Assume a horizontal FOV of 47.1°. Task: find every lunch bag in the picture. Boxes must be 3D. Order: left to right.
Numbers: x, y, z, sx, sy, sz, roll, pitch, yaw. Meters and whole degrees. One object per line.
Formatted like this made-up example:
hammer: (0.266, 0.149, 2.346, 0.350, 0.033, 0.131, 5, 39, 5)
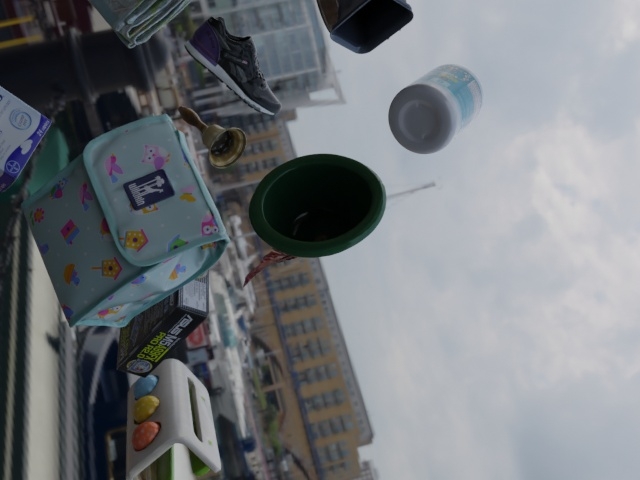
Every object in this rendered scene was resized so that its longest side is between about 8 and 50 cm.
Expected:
lunch bag: (-0.272, -0.027, 1.058, 0.160, 0.262, 0.223, 11, 49, -63)

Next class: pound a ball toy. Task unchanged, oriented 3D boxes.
pound a ball toy: (-0.300, 0.357, 1.266, 0.135, 0.208, 0.319, 51, 2, -22)

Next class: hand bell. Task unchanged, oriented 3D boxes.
hand bell: (-0.331, -0.318, 2.073, 0.242, 0.126, 0.126, 41, -27, 31)

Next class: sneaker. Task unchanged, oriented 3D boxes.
sneaker: (-0.184, -0.425, 1.793, 0.283, 0.124, 0.107, 37, 17, -25)

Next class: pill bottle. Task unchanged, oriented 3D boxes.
pill bottle: (0.256, -0.288, 1.553, 0.264, 0.146, 0.146, -41, 126, -52)

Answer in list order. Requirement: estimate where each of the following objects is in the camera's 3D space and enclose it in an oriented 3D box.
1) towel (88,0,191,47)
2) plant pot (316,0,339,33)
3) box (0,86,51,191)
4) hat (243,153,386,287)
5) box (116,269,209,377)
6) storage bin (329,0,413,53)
towel: (-0.419, -0.654, 1.776, 0.374, 0.320, 0.090, 48, 2, 37)
plant pot: (0.090, -0.550, 1.623, 0.167, 0.165, 0.167, -10, 90, -70)
box: (-0.526, -0.171, 1.167, 0.072, 0.137, 0.126, -22, -139, 48)
hat: (0.000, 0.000, 1.012, 0.208, 0.173, 0.183, 29, -28, 31)
box: (-0.273, 0.069, 1.283, 0.216, 0.060, 0.270, -44, -142, 34)
storage bin: (0.088, -0.386, 1.211, 0.135, 0.098, 0.091, -27, -127, 47)
